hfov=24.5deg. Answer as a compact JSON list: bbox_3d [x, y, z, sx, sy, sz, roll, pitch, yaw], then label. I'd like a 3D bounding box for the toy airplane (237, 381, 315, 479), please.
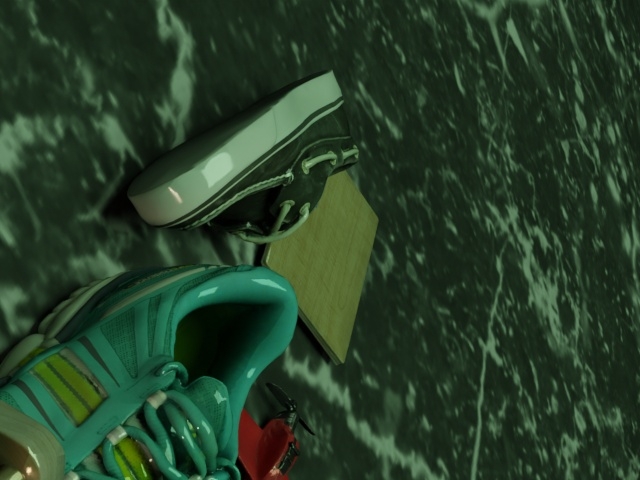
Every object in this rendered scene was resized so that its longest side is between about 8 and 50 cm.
[{"bbox_3d":[-0.035,0.133,0.779,0.151,0.028,0.151,34,48,-50],"label":"toy airplane"}]

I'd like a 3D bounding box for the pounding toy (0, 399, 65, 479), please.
[{"bbox_3d":[-0.182,0.069,0.400,0.155,0.154,0.269,-41,114,-59],"label":"pounding toy"}]

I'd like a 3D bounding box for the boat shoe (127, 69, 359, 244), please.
[{"bbox_3d":[-0.028,-0.038,0.805,0.070,0.077,0.219,64,28,-8],"label":"boat shoe"}]

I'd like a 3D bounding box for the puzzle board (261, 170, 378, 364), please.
[{"bbox_3d":[0.000,0.000,0.920,0.096,0.011,0.128,54,35,-35],"label":"puzzle board"}]

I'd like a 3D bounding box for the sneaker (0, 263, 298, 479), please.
[{"bbox_3d":[-0.092,0.087,0.606,0.107,0.110,0.275,64,31,-23],"label":"sneaker"}]
